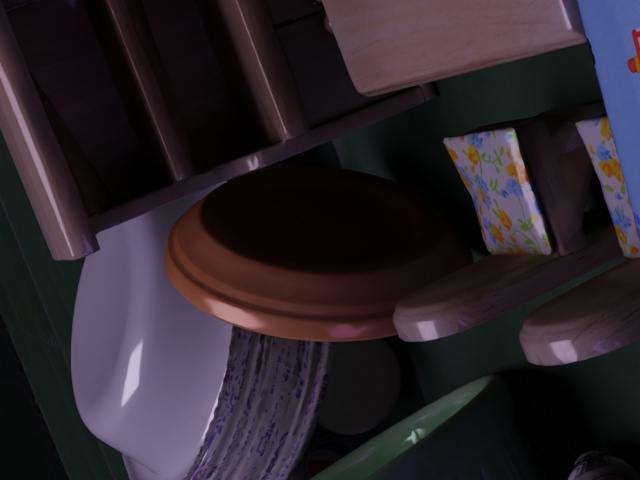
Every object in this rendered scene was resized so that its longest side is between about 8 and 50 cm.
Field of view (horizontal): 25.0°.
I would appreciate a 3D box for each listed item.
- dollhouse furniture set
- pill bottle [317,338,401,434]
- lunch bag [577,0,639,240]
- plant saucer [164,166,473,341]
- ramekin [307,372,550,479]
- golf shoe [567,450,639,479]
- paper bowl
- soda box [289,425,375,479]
[{"bbox_3d":[-0.014,-0.118,0.739,0.394,0.256,0.362,-2,111,68],"label":"dollhouse furniture set"},{"bbox_3d":[-0.002,0.107,1.195,0.152,0.086,0.086,7,118,66],"label":"pill bottle"},{"bbox_3d":[0.237,-0.032,0.430,0.293,0.138,0.221,-1,109,58],"label":"lunch bag"},{"bbox_3d":[0.000,0.000,0.926,0.200,0.200,0.037,40,134,50],"label":"plant saucer"},{"bbox_3d":[0.033,0.231,0.960,0.148,0.303,0.303,57,159,4],"label":"ramekin"},{"bbox_3d":[0.198,0.211,0.870,0.086,0.067,0.186,-85,-23,-76],"label":"golf shoe"},{"bbox_3d":[-0.106,0.067,1.158,0.284,0.148,0.284,-35,50,57],"label":"paper bowl"},{"bbox_3d":[-0.015,0.190,1.303,0.286,0.098,0.091,50,154,35],"label":"soda box"}]
